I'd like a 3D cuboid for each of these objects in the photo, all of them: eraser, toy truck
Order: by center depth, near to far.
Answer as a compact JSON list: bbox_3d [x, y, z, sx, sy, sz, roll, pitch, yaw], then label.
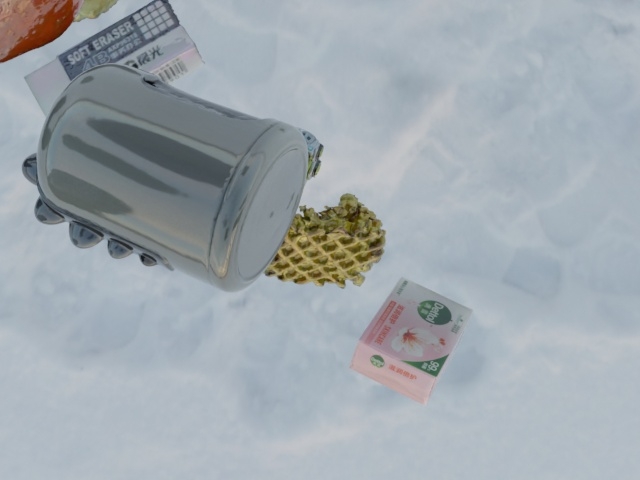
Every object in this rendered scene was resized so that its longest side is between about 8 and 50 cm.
[{"bbox_3d":[-0.042,-0.120,1.636,0.076,0.077,0.111,22,151,7],"label":"toy truck"},{"bbox_3d":[-0.357,-0.294,1.860,0.287,0.086,0.130,-31,67,-2],"label":"eraser"}]

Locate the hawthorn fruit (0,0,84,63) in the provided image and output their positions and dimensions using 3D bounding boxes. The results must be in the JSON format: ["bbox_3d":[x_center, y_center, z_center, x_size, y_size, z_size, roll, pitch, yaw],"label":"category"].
[{"bbox_3d":[-0.302,-0.270,0.922,0.235,0.231,0.263,41,153,-20],"label":"hawthorn fruit"}]

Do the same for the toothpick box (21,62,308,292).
[{"bbox_3d":[-0.199,-0.077,1.271,0.316,0.229,0.229,22,115,15],"label":"toothpick box"}]

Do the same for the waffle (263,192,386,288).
[{"bbox_3d":[0.000,0.000,1.547,0.193,0.070,0.197,-1,149,-5],"label":"waffle"}]

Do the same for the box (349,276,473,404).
[{"bbox_3d":[0.095,0.102,1.109,0.089,0.125,0.043,24,129,11],"label":"box"}]

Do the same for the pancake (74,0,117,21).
[{"bbox_3d":[-0.346,-0.422,1.512,0.197,0.376,0.054,41,155,0],"label":"pancake"}]
